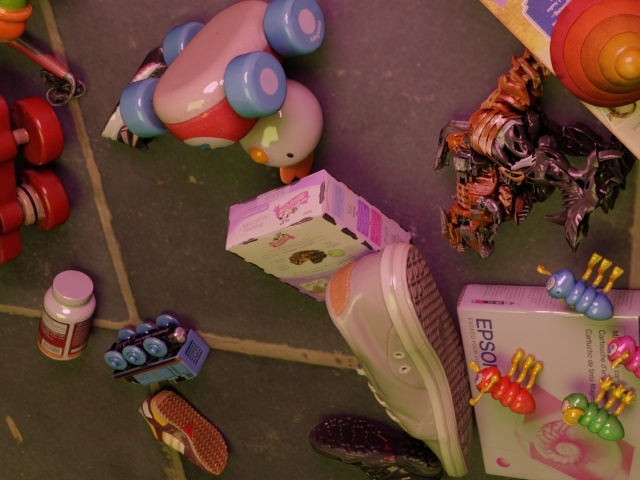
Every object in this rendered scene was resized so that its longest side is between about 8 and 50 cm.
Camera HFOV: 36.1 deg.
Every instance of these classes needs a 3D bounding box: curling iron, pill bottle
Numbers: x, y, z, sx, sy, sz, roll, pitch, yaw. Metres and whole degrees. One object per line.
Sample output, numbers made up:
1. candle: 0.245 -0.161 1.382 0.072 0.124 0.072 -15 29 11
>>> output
1. curling iron: -0.451 -0.283 1.386 0.274 0.035 0.068 37 131 -5
2. pill bottle: -0.423 0.124 1.642 0.086 0.086 0.152 27 131 4

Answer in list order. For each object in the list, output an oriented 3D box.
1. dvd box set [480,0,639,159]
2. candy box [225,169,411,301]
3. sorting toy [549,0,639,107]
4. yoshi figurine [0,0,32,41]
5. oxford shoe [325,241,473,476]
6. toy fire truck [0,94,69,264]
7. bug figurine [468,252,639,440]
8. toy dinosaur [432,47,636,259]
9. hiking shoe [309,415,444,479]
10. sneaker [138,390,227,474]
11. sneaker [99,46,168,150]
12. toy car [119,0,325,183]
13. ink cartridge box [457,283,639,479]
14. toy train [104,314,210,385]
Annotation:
1. dvd box set: 0.343 -0.267 0.950 0.420 0.062 0.307 42 110 -8
2. candy box: 0.000 0.000 1.308 0.165 0.070 0.196 -18 145 34
3. sorting toy: 0.353 -0.256 0.853 0.127 0.126 0.365 39 110 -7
4. yoshi figurine: -0.351 -0.410 1.132 0.203 0.203 0.362 43 124 -7
5. oxford shoe: 0.121 0.171 1.338 0.130 0.169 0.449 -10 135 19
6. toy fire truck: -0.521 -0.126 1.475 0.254 0.169 0.302 37 138 30
7. bug figurine: 0.322 0.156 1.244 0.216 0.072 0.279 29 128 3
8. toy dinosaur: 0.237 -0.100 1.138 0.218 0.164 0.322 31 150 21
9. hiking shoe: 0.089 0.358 1.577 0.227 0.086 0.114 10 124 17
10. sneaker: -0.242 0.344 1.741 0.185 0.069 0.084 52 137 -9
11. sneaker: -0.232 -0.189 1.344 0.077 0.072 0.178 30 140 -14
12. toy car: -0.076 -0.152 1.216 0.219 0.210 0.238 -5 135 40
13. ink cartridge box: 0.372 0.211 1.351 0.330 0.071 0.324 2 124 26
14. toy train: -0.277 0.192 1.632 0.184 0.080 0.105 -21 119 35
